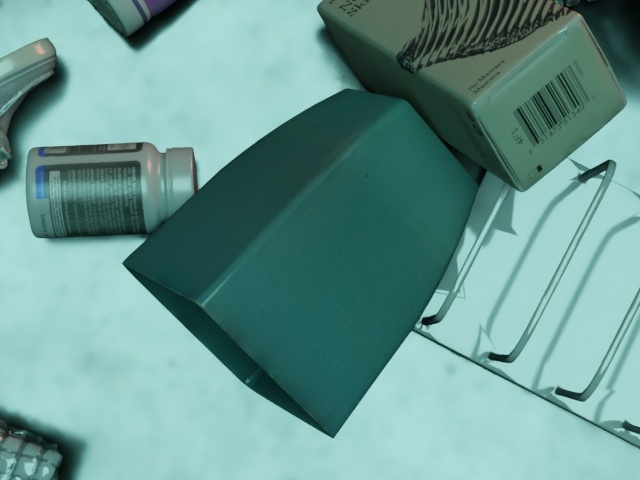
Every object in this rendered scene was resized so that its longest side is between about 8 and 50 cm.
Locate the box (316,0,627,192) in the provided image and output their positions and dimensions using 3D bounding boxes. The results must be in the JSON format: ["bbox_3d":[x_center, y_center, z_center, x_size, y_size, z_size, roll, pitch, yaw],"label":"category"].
[{"bbox_3d":[0.111,-0.147,1.293,0.113,0.275,0.094,-40,124,-6],"label":"box"}]

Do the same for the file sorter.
[{"bbox_3d":[0.243,0.048,1.334,0.277,0.173,0.193,27,86,0],"label":"file sorter"}]

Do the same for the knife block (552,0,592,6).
[{"bbox_3d":[0.178,-0.343,1.403,0.242,0.088,0.276,30,85,0],"label":"knife block"}]

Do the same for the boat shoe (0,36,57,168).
[{"bbox_3d":[-0.301,-0.079,1.380,0.227,0.079,0.081,-37,97,1],"label":"boat shoe"}]

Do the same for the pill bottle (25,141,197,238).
[{"bbox_3d":[-0.172,-0.043,1.374,0.137,0.078,0.078,-2,86,-1],"label":"pill bottle"}]

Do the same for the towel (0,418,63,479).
[{"bbox_3d":[-0.350,0.260,1.330,0.235,0.121,0.284,17,87,1],"label":"towel"}]

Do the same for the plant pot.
[{"bbox_3d":[0.000,0.000,1.314,0.234,0.165,0.165,-48,117,-10],"label":"plant pot"}]

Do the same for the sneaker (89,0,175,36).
[{"bbox_3d":[-0.195,-0.327,1.391,0.161,0.102,0.282,-42,99,-7],"label":"sneaker"}]
